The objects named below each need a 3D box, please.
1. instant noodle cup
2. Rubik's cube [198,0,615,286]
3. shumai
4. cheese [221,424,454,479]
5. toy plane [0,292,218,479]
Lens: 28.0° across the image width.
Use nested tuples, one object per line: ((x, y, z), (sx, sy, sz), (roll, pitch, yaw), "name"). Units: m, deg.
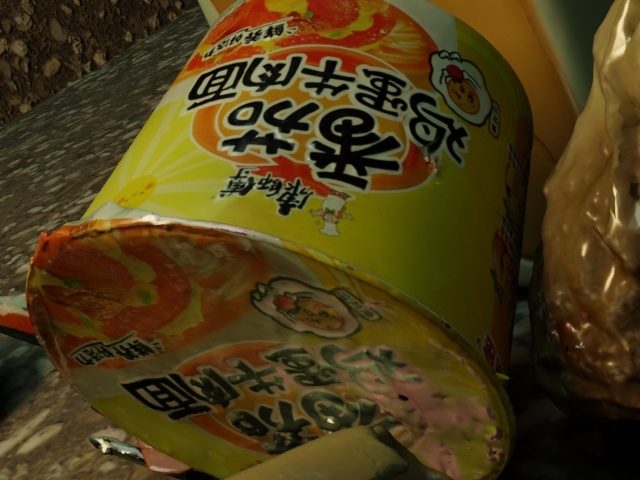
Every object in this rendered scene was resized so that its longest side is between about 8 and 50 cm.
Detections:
((0.000, 0.000, 0.697), (0.264, 0.264, 0.200), (-11, 44, 38), "instant noodle cup")
((0.149, -0.193, 0.937), (0.351, 0.347, 0.352), (-39, 22, -31), "Rubik's cube")
((0.222, -0.075, 0.642), (0.346, 0.283, 0.217), (-33, 22, -10), "shumai")
((-0.014, 0.145, 0.561), (0.175, 0.091, 0.202), (-22, -14, -13), "cheese")
((-0.119, 0.085, 0.899), (0.326, 0.104, 0.223), (3, 31, 27), "toy plane")
